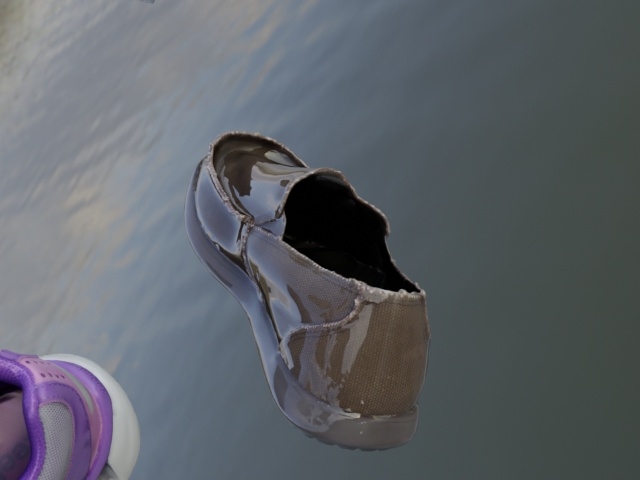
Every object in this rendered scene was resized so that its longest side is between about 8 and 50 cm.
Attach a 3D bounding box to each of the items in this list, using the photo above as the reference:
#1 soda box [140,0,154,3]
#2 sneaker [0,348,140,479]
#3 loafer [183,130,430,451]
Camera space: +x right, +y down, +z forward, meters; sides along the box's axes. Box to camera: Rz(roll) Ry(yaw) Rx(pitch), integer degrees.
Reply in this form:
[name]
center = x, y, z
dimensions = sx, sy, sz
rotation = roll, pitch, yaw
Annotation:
[soda box]
center = -0.181, -0.269, 1.000
dimensions = 0.263, 0.092, 0.083
rotation = -137, 60, -79
[sneaker]
center = -0.179, 0.130, 0.463
dimensions = 0.236, 0.095, 0.104
rotation = -47, -14, -16
[loafer]
center = 0.000, 0.000, 0.853
dimensions = 0.366, 0.134, 0.130
rotation = 55, 131, 51
